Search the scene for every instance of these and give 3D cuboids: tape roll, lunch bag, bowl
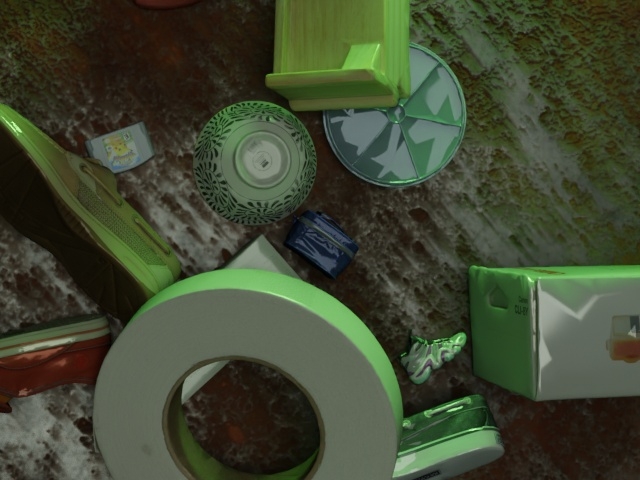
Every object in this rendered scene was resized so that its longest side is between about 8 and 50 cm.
[{"bbox_3d":[-0.092,0.225,1.619,0.392,0.072,0.392,4,111,10],"label":"tape roll"},{"bbox_3d":[0.000,0.000,1.735,0.098,0.067,0.065,37,83,-7],"label":"lunch bag"},{"bbox_3d":[-0.081,-0.105,1.714,0.170,0.080,0.170,0,90,-11],"label":"bowl"}]

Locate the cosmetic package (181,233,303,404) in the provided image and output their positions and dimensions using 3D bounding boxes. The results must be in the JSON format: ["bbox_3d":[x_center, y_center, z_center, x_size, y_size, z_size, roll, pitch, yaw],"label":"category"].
[{"bbox_3d":[-0.137,0.106,1.712,0.239,0.060,0.099,-42,96,-8],"label":"cosmetic package"}]

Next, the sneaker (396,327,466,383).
[{"bbox_3d":[0.148,0.143,1.776,0.098,0.038,0.069,-40,97,-9],"label":"sneaker"}]

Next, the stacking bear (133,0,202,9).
[{"bbox_3d":[-0.156,-0.397,1.595,0.164,0.289,0.175,0,90,-10],"label":"stacking bear"}]

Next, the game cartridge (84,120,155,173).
[{"bbox_3d":[-0.264,-0.119,1.713,0.083,0.017,0.056,-21,97,-10],"label":"game cartridge"}]

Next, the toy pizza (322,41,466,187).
[{"bbox_3d":[0.101,-0.173,1.773,0.201,0.032,0.201,0,91,-10],"label":"toy pizza"}]

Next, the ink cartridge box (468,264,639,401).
[{"bbox_3d":[0.415,0.113,1.706,0.384,0.279,0.160,0,91,-10],"label":"ink cartridge box"}]

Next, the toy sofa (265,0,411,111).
[{"bbox_3d":[0.028,-0.353,1.698,0.150,0.177,0.363,-1,84,18],"label":"toy sofa"}]

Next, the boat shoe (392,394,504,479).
[{"bbox_3d":[0.091,0.282,1.739,0.301,0.108,0.102,-18,61,2],"label":"boat shoe"}]

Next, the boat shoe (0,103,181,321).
[{"bbox_3d":[-0.320,-0.049,1.664,0.341,0.121,0.110,50,43,-11],"label":"boat shoe"}]

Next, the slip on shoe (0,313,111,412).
[{"bbox_3d":[-0.422,0.175,1.635,0.331,0.123,0.101,-12,96,-15],"label":"slip on shoe"}]
